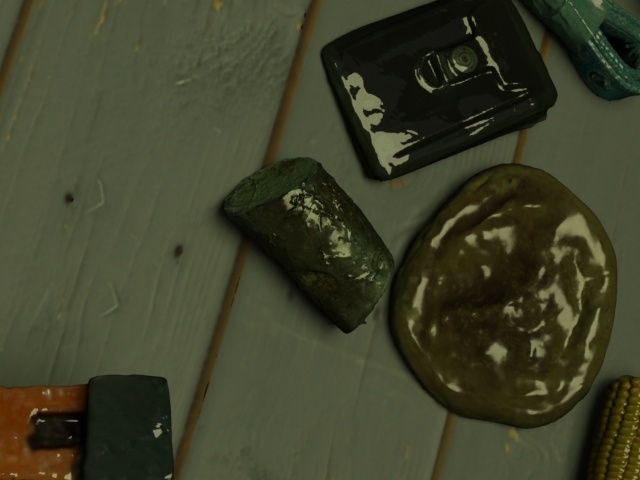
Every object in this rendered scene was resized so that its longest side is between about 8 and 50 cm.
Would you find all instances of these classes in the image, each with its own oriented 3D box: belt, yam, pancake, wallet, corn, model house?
[{"bbox_3d":[0.274,-0.279,1.696,0.302,0.072,0.087,46,71,-17],"label":"belt"},{"bbox_3d":[0.000,0.000,1.514,0.107,0.107,0.183,-47,107,-23],"label":"yam"},{"bbox_3d":[0.213,0.061,1.641,0.294,0.049,0.294,2,85,-27],"label":"pancake"},{"bbox_3d":[0.131,-0.172,1.628,0.245,0.052,0.168,-23,92,-24],"label":"wallet"},{"bbox_3d":[0.330,0.294,1.649,0.106,0.106,0.305,19,72,-24],"label":"corn"},{"bbox_3d":[-0.274,0.230,1.279,0.301,0.271,0.190,5,67,-10],"label":"model house"}]
